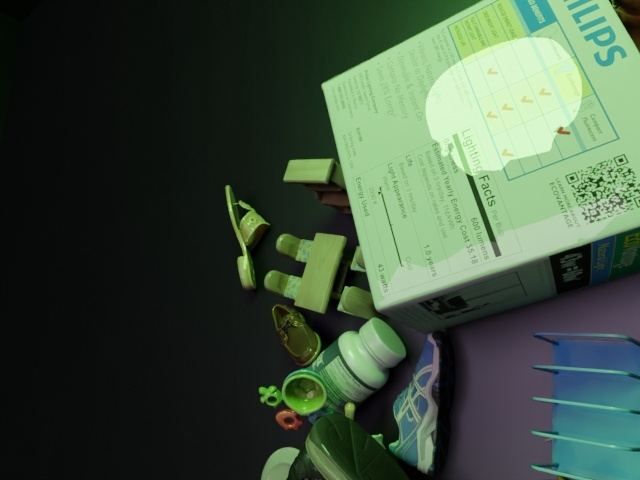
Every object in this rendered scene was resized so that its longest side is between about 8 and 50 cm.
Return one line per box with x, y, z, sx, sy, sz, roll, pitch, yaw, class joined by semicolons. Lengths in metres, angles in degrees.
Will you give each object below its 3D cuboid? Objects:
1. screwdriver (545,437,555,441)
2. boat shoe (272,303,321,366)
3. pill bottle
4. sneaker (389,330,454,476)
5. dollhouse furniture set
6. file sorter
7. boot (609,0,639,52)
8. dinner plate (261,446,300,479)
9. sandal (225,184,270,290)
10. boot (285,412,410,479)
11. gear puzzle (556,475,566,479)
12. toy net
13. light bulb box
0.369;0.237;0.618;0.169;0.024;0.025;-22;94;32;screwdriver
-0.052;0.167;0.881;0.064;0.060;0.178;-48;24;0;boat shoe
0.050;0.215;0.808;0.180;0.108;0.108;-45;55;17;pill bottle
0.153;0.240;0.740;0.081;0.080;0.212;4;78;34;sneaker
0.000;0.000;0.857;0.212;0.160;0.242;8;77;46;dollhouse furniture set
0.326;0.202;0.589;0.118;0.104;0.171;-9;68;46;file sorter
0.419;-0.267;0.601;0.108;0.220;0.284;-4;75;36;boot
-0.060;0.452;0.879;0.141;0.017;0.141;-12;69;33;dinner plate
-0.146;-0.013;1.061;0.079;0.088;0.240;-12;74;0;sandal
0.053;0.469;0.659;0.377;0.138;0.284;45;112;22;boot
0.395;0.400;0.533;0.339;0.044;0.176;39;101;38;gear puzzle
0.010;0.297;0.757;0.122;0.045;0.232;-38;102;15;toy net
0.233;-0.101;0.661;0.360;0.225;0.358;-21;65;21;light bulb box
